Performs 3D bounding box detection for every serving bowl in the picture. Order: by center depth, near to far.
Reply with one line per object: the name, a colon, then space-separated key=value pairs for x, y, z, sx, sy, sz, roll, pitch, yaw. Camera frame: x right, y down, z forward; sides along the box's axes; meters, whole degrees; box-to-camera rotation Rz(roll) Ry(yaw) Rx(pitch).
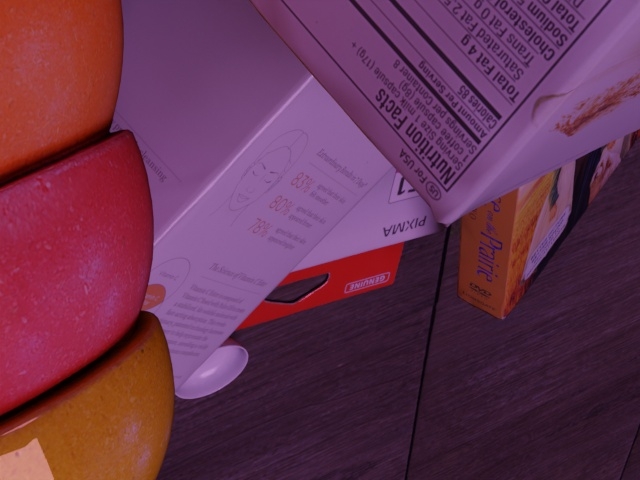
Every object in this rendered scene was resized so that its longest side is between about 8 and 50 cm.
serving bowl: x=-0.115 y=0.123 z=1.121 sx=0.083 sy=0.027 sz=0.083 roll=-25 pitch=149 yaw=-16

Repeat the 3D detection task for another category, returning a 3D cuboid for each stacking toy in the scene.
stacking toy: x=-0.190 y=0.067 z=0.579 sx=0.351 sy=0.350 sz=0.479 roll=-25 pitch=99 yaw=-19

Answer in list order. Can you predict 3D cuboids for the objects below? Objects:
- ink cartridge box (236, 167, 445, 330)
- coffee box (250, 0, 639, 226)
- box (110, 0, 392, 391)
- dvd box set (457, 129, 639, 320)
ink cartridge box: x=0.000 y=0.000 z=1.080 sx=0.275 sy=0.060 sz=0.238 roll=-15 pitch=134 yaw=-30
coffee box: x=0.133 y=-0.268 z=0.572 sx=0.338 sy=0.338 sz=0.334 roll=-24 pitch=159 yaw=-46
box: x=-0.087 y=-0.069 z=0.807 sx=0.345 sy=0.168 sz=0.215 roll=-46 pitch=160 yaw=6
dvd box set: x=0.233 y=-0.150 z=1.002 sx=0.307 sy=0.062 sz=0.420 roll=-49 pitch=155 yaw=-25
